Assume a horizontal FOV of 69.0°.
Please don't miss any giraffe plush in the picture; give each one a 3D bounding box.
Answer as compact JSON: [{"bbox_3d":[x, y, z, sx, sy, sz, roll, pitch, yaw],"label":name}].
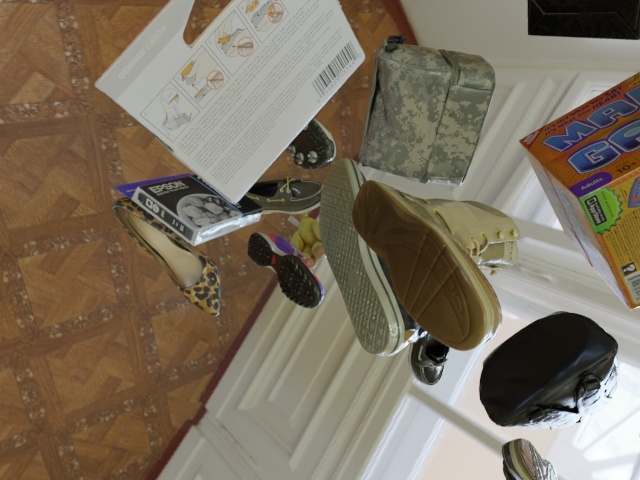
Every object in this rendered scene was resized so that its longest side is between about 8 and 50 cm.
[{"bbox_3d":[0.000,0.000,1.582,0.171,0.210,0.181,19,122,-45],"label":"giraffe plush"}]

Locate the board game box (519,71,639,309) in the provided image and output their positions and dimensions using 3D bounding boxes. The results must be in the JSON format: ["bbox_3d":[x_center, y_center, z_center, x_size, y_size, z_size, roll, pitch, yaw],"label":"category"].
[{"bbox_3d":[0.763,-0.135,1.099,0.357,0.356,0.356,-30,115,18],"label":"board game box"}]

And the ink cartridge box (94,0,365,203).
[{"bbox_3d":[-0.100,-0.228,0.601,0.296,0.066,0.261,-49,143,-3],"label":"ink cartridge box"}]

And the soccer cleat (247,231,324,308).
[{"bbox_3d":[-0.072,0.067,1.226,0.117,0.318,0.108,-2,117,-40],"label":"soccer cleat"}]

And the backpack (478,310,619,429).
[{"bbox_3d":[0.524,0.306,1.055,0.290,0.273,0.356,-43,126,14],"label":"backpack"}]

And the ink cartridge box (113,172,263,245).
[{"bbox_3d":[-0.250,-0.084,0.914,0.206,0.208,0.045,-30,149,-59],"label":"ink cartridge box"}]

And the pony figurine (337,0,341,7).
[{"bbox_3d":[-0.134,-0.716,1.568,0.363,0.351,0.302,47,36,-13],"label":"pony figurine"}]

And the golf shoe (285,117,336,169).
[{"bbox_3d":[-0.018,-0.221,1.006,0.120,0.273,0.105,0,112,-27],"label":"golf shoe"}]

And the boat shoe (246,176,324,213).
[{"bbox_3d":[-0.113,-0.148,1.469,0.091,0.305,0.109,55,47,-38],"label":"boat shoe"}]

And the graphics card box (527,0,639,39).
[{"bbox_3d":[0.606,-0.475,0.860,0.371,0.233,0.094,-26,123,-16],"label":"graphics card box"}]

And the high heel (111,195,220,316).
[{"bbox_3d":[-0.293,0.034,0.884,0.093,0.261,0.186,-36,161,11],"label":"high heel"}]

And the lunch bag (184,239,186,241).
[{"bbox_3d":[-0.462,-0.008,1.488,0.053,0.071,0.083,-26,111,-65],"label":"lunch bag"}]

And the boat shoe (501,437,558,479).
[{"bbox_3d":[0.246,0.281,0.562,0.152,0.049,0.056,45,37,-35],"label":"boat shoe"}]

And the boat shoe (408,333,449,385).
[{"bbox_3d":[0.316,0.308,1.329,0.115,0.091,0.302,-23,118,-18],"label":"boat shoe"}]

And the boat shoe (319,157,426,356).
[{"bbox_3d":[0.122,0.026,1.119,0.156,0.499,0.187,-1,152,-33],"label":"boat shoe"}]

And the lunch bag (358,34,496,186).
[{"bbox_3d":[0.232,-0.299,1.094,0.257,0.212,0.304,5,128,-4],"label":"lunch bag"}]

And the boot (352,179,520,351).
[{"bbox_3d":[0.174,0.021,0.561,0.204,0.262,0.095,6,120,-28],"label":"boot"}]
